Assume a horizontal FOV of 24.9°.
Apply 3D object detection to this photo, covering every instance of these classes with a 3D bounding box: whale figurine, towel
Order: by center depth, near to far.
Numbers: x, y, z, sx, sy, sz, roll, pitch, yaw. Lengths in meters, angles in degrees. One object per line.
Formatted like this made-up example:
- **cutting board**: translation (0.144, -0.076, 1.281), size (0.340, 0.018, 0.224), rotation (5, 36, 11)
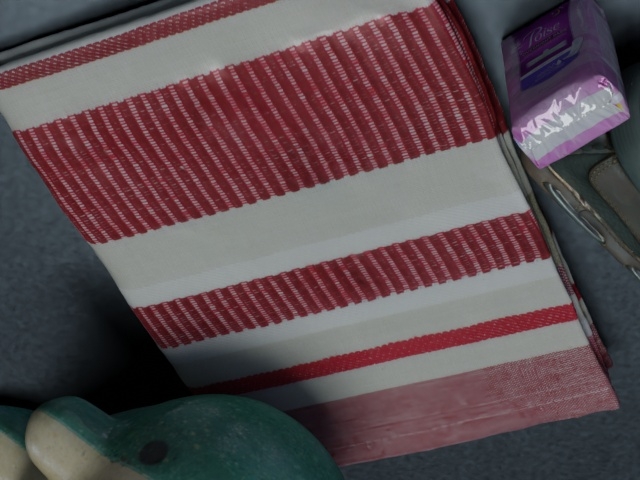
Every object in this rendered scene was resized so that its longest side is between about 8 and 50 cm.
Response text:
- **towel**: translation (0.000, 0.000, 0.770), size (0.237, 0.037, 0.329), rotation (-15, 129, 19)
- **whale figurine**: translation (-0.090, 0.148, 0.836), size (0.272, 0.141, 0.216), rotation (16, 147, 46)

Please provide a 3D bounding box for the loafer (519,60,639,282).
- **loafer**: translation (0.206, 0.011, 0.741), size (0.084, 0.096, 0.267), rotation (-17, 130, 43)

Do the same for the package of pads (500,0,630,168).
- **package of pads**: translation (0.111, -0.074, 0.660), size (0.050, 0.083, 0.032), rotation (-29, 120, 22)
